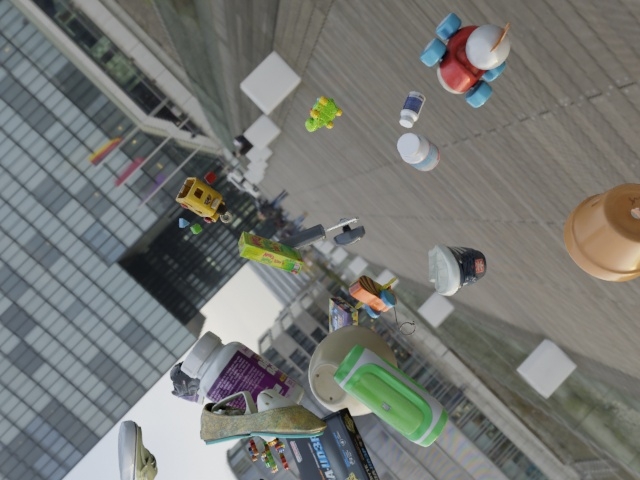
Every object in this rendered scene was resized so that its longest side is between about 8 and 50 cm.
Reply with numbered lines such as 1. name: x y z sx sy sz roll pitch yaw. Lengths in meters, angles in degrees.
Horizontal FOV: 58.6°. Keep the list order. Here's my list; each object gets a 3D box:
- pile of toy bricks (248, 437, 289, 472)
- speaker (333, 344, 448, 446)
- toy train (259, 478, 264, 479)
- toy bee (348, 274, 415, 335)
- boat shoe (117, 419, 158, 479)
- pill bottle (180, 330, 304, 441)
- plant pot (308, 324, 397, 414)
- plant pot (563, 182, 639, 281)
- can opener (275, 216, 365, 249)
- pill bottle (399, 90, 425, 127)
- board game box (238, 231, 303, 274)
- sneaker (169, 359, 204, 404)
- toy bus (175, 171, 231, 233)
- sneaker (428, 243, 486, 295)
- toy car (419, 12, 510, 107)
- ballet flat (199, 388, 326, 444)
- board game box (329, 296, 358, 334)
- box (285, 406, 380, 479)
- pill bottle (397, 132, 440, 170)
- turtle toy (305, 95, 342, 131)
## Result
1. pile of toy bricks: -0.172 0.758 1.983 0.212 0.118 0.105 79 164 -48
2. speaker: 0.183 0.405 1.497 0.296 0.131 0.131 36 176 5
3. toy train: -0.191 0.748 1.636 0.027 0.036 0.158 18 -153 6
4. toy bee: 0.214 0.213 2.106 0.162 0.195 0.298 -89 -25 -53
5. boat shoe: -0.477 0.603 1.500 0.109 0.094 0.303 -145 54 -59
6. pill bottle: -0.206 0.370 1.491 0.301 0.169 0.169 34 176 3
7. plant pot: 0.073 0.418 1.767 0.284 0.284 0.191 43 -158 22
8. plant pot: 0.930 -0.041 1.758 0.291 0.291 0.203 43 166 18
9. can opener: 0.000 0.000 1.778 0.076 0.283 0.095 63 -176 -85
10. pill bottle: 0.329 -0.472 2.063 0.067 0.120 0.067 22 166 6
11. board game box: -0.145 0.036 1.663 0.181 0.043 0.092 19 -161 -19
12. sneaker: -0.404 0.413 1.768 0.124 0.283 0.107 13 -140 -9
13. toy bus: -0.383 -0.129 1.936 0.104 0.202 0.191 5 112 52
14. sneaker: 0.374 0.069 1.513 0.148 0.131 0.350 0 -175 6
15. toy car: 0.436 -0.519 1.528 0.219 0.210 0.238 38 157 -15
16. ballet flat: -0.144 0.398 1.301 0.123 0.348 0.123 29 -128 -47
17. board game box: 0.082 0.312 2.104 0.141 0.048 0.171 -147 53 -59
18. box: 0.033 0.535 1.359 0.051 0.175 0.220 4 -122 -60
19. pill bottle: 0.279 -0.256 1.633 0.087 0.087 0.160 43 -165 25
20. turtle toy: 0.001 -0.406 1.839 0.095 0.130 0.066 28 -167 -39
